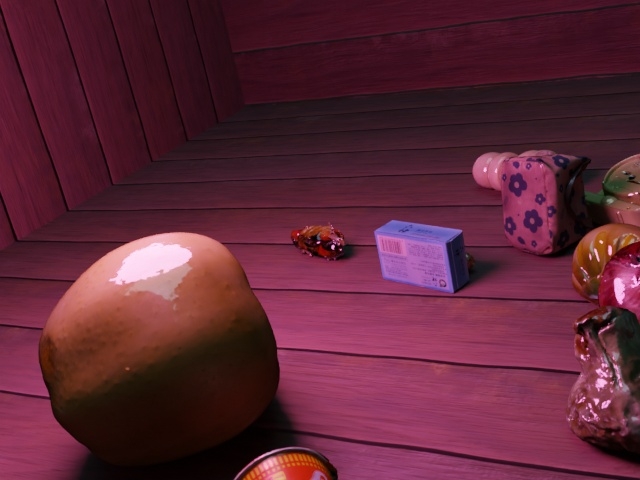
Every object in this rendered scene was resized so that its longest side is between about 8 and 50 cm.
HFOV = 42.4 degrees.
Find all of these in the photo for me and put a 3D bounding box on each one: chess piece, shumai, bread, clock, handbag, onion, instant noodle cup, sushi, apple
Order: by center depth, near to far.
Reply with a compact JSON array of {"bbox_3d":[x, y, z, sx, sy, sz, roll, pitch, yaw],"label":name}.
[{"bbox_3d":[-0.025,0.451,1.243,0.193,0.193,0.212,-18,31,-14],"label":"instant noodle cup"},{"bbox_3d":[0.538,0.232,1.404,0.260,0.222,0.225,15,32,40],"label":"shumai"},{"bbox_3d":[-0.307,0.214,1.608,0.473,0.474,0.474,-10,22,4],"label":"apple"},{"bbox_3d":[0.684,0.112,1.637,0.252,0.252,0.219,8,-14,40],"label":"onion"},{"bbox_3d":[0.650,0.046,1.854,0.158,0.156,0.261,-26,-10,-26],"label":"bread"},{"bbox_3d":[0.595,-0.105,2.150,0.193,0.252,0.190,-12,13,-26],"label":"handbag"},{"bbox_3d":[0.868,-0.149,2.205,0.308,0.096,0.235,-37,26,-14],"label":"clock"},{"bbox_3d":[0.002,0.002,2.397,0.226,0.103,0.097,16,62,44],"label":"sushi"},{"bbox_3d":[0.589,-0.211,2.530,0.167,0.167,0.299,-22,20,-22],"label":"chess piece"}]

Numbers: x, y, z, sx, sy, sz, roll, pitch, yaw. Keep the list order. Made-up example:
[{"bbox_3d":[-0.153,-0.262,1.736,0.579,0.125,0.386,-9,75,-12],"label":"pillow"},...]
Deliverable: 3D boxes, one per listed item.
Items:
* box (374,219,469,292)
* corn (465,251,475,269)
[{"bbox_3d":[0.258,0.038,2.105,0.232,0.143,0.083,9,30,42],"label":"box"},{"bbox_3d":[0.301,0.039,2.179,0.079,0.080,0.237,-28,29,-34],"label":"corn"}]
